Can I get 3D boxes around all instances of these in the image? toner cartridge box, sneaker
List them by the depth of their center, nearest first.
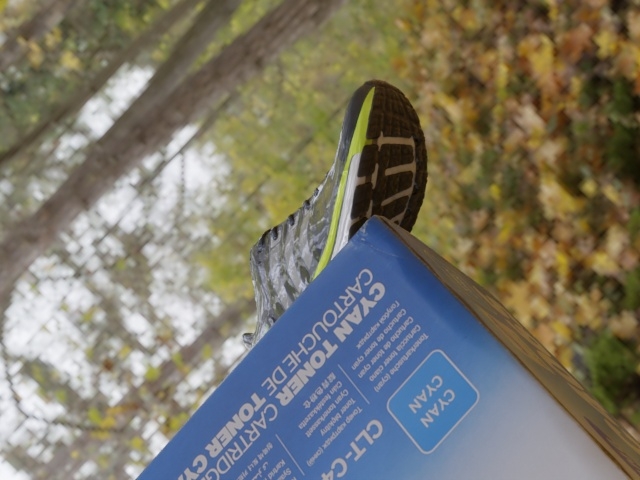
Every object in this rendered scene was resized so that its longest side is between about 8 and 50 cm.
[{"bbox_3d":[-0.039,0.175,0.416,0.075,0.348,0.165,34,-170,-47],"label":"toner cartridge box"},{"bbox_3d":[0.000,0.000,1.230,0.121,0.300,0.111,26,-163,32],"label":"sneaker"}]
